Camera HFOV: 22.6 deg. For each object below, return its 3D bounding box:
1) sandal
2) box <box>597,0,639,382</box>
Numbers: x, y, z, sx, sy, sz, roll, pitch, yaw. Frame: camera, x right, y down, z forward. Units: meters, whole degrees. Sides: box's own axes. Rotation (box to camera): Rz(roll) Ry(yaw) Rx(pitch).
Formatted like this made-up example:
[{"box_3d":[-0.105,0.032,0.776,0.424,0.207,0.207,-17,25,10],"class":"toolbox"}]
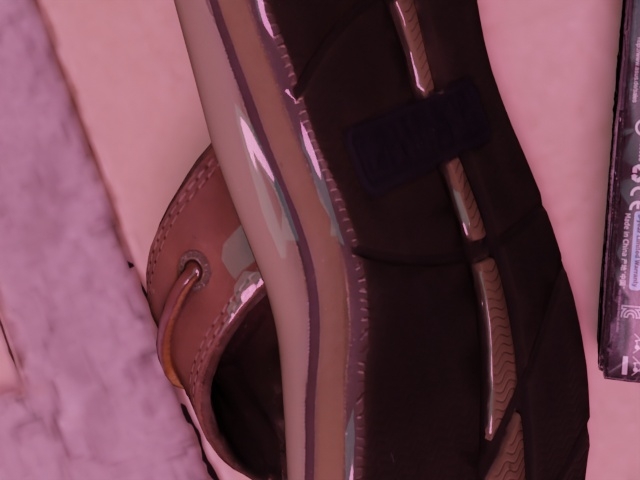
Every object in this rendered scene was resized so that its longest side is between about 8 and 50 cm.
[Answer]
[{"box_3d":[0.001,-0.002,0.442,0.086,0.120,0.303,-10,93,40],"class":"sandal"},{"box_3d":[0.172,-0.050,0.424,0.184,0.045,0.191,3,96,8],"class":"box"}]
